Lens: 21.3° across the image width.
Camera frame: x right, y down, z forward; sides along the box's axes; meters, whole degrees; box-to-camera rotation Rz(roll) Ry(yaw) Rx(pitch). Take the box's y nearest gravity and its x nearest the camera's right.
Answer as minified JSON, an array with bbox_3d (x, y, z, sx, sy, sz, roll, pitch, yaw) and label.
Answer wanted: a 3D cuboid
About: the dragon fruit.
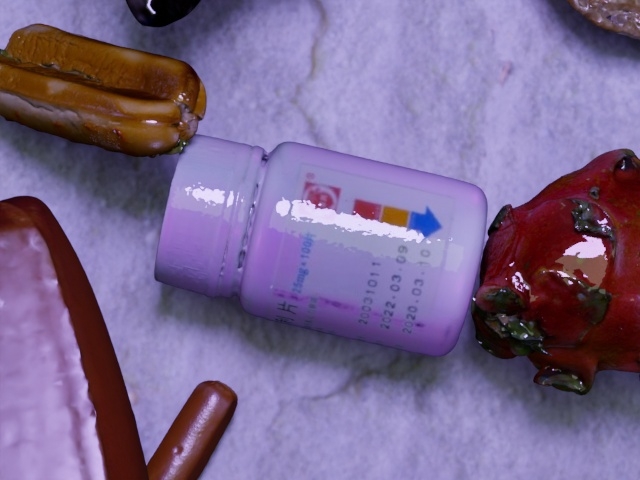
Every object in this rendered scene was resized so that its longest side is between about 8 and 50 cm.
[{"bbox_3d":[0.252,0.053,1.400,0.269,0.198,0.200,38,65,-9],"label":"dragon fruit"}]

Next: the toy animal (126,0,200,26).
[{"bbox_3d":[-0.101,-0.302,1.370,0.194,0.344,0.302,-27,69,-7],"label":"toy animal"}]

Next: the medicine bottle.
[{"bbox_3d":[0.000,0.000,1.401,0.254,0.152,0.152,12,75,0],"label":"medicine bottle"}]

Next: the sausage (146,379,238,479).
[{"bbox_3d":[-0.112,0.173,1.405,0.039,0.041,0.131,23,74,24],"label":"sausage"}]

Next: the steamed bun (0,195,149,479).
[{"bbox_3d":[-0.253,0.171,1.290,0.235,0.248,0.379,-14,67,-10],"label":"steamed bun"}]

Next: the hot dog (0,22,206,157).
[{"bbox_3d":[-0.194,-0.120,1.417,0.250,0.076,0.104,14,47,38],"label":"hot dog"}]

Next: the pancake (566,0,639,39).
[{"bbox_3d":[0.333,-0.338,1.544,0.387,0.082,0.387,2,74,-8],"label":"pancake"}]
